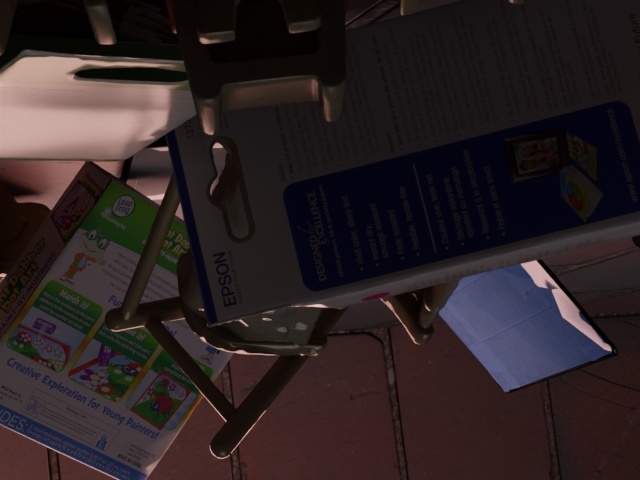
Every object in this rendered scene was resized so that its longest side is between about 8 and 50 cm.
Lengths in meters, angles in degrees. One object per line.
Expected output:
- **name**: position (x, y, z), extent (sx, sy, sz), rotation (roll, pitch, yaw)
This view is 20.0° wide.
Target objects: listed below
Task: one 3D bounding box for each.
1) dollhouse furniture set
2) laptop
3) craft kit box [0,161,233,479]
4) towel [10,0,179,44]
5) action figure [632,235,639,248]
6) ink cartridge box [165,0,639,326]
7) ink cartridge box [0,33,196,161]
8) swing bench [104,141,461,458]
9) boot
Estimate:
- **dollhouse furniture set**: position (-0.038, -0.166, 0.898), extent (0.262, 0.135, 0.259), rotation (-7, 160, -3)
- **laptop**: position (0.019, 0.036, 1.747), extent (0.408, 0.236, 0.382), rotation (-5, 170, -10)
- **craft kit box**: position (-0.193, 0.084, 1.701), extent (0.250, 0.247, 0.061), rotation (35, -177, -44)
- **towel**: position (-0.207, -0.124, 1.210), extent (0.237, 0.037, 0.329), rotation (-10, 170, 25)
- **action figure**: position (0.468, -0.111, 1.601), extent (0.330, 0.178, 0.341), rotation (-10, 146, -23)
- **ink cartridge box**: position (0.088, -0.065, 1.213), extent (0.371, 0.176, 0.069), rotation (-14, 168, 1)
- **ink cartridge box**: position (-0.151, -0.099, 1.109), extent (0.171, 0.056, 0.235), rotation (0, 167, -31)
- **swing bench**: position (0.000, 0.000, 1.417), extent (0.254, 0.165, 0.253), rotation (-28, 158, -37)
- **boot**: position (-0.378, 0.000, 1.699), extent (0.203, 0.095, 0.262), rotation (-7, 174, 11)
